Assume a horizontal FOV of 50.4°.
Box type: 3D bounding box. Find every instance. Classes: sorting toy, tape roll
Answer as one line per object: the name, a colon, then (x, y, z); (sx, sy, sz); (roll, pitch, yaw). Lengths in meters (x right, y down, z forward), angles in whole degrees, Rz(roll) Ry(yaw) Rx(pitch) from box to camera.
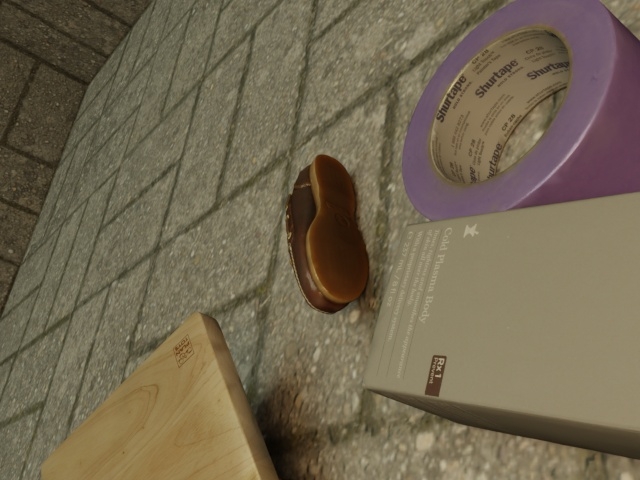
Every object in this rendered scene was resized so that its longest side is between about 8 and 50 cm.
sorting toy: (-0.129, 0.248, 0.623); (0.257, 0.089, 0.255); (-44, 48, 16)
tape roll: (0.154, -0.082, 0.506); (0.189, 0.080, 0.189); (-37, 40, 39)

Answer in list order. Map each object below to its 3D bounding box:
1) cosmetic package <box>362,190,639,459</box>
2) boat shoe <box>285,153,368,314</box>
cosmetic package: (0.144, 0.052, 0.395); (0.238, 0.107, 0.127); (-14, 55, 57)
boat shoe: (0.000, 0.000, 0.696); (0.073, 0.073, 0.207); (-45, 27, 32)
